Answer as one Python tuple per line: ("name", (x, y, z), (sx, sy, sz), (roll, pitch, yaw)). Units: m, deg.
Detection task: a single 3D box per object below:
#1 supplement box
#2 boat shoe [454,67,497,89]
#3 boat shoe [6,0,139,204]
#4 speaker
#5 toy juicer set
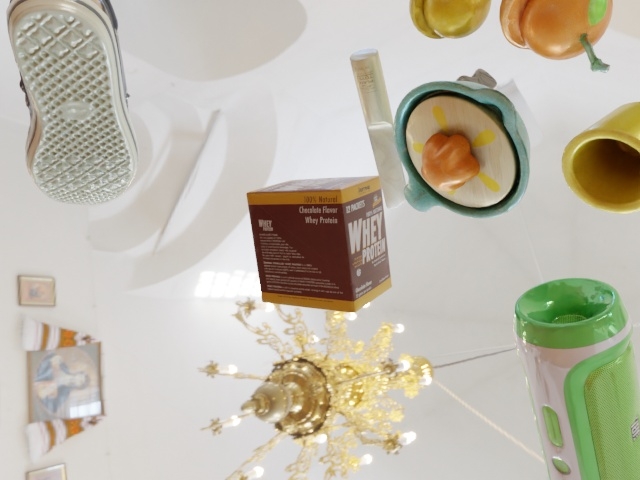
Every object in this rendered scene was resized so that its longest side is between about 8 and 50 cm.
("supplement box", (0.000, 0.000, 0.956), (0.191, 0.129, 0.194), (2, -74, 35))
("boat shoe", (0.231, -0.227, 0.892), (0.056, 0.153, 0.048), (42, -50, 3))
("boat shoe", (-0.400, -0.226, 0.946), (0.500, 0.186, 0.156), (115, -31, -56))
("speaker", (0.312, 0.198, 0.670), (0.131, 0.131, 0.297), (-9, -69, 28))
("toy juicer set", (0.105, -0.110, 0.491), (0.328, 0.089, 0.209), (-2, -56, 56))
